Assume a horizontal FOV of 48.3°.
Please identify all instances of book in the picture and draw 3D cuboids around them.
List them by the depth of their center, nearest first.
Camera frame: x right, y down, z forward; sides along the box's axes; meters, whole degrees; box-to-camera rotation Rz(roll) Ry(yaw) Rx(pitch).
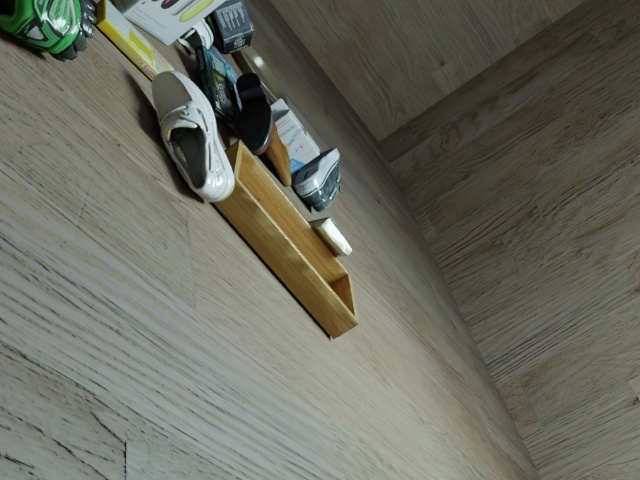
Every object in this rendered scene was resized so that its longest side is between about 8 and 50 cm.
[{"bbox_3d":[0.000,0.000,1.642,0.096,0.035,0.144,53,-29,-18],"label":"book"}]

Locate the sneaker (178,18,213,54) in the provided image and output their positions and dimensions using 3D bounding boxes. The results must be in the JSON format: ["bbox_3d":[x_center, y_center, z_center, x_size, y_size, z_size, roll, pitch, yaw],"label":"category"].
[{"bbox_3d":[-0.354,-0.564,1.769,0.235,0.090,0.095,49,25,-23],"label":"sneaker"}]

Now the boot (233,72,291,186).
[{"bbox_3d":[-0.135,-0.230,1.767,0.280,0.096,0.264,69,1,-49],"label":"boot"}]

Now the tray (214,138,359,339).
[{"bbox_3d":[-0.072,-0.001,1.483,0.411,0.076,0.203,52,14,-24],"label":"tray"}]

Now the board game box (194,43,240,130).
[{"bbox_3d":[-0.244,-0.366,1.727,0.126,0.026,0.186,30,42,-60],"label":"board game box"}]

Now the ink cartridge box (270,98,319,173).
[{"bbox_3d":[-0.096,-0.286,1.971,0.181,0.104,0.061,52,14,-14],"label":"ink cartridge box"}]

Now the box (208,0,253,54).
[{"bbox_3d":[-0.298,-0.729,1.963,0.318,0.097,0.395,-127,-164,-81],"label":"box"}]

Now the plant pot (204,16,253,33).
[{"bbox_3d":[-0.284,-0.677,2.222,0.109,0.109,0.096,53,2,-15],"label":"plant pot"}]

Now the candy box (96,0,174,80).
[{"bbox_3d":[-0.365,-0.383,1.430,0.206,0.027,0.105,45,15,-40],"label":"candy box"}]

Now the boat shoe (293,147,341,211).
[{"bbox_3d":[0.000,-0.171,2.068,0.119,0.121,0.335,61,23,-17],"label":"boat shoe"}]

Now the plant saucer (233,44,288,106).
[{"bbox_3d":[-0.200,-0.541,2.323,0.278,0.041,0.278,51,15,-19],"label":"plant saucer"}]

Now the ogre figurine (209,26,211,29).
[{"bbox_3d":[-0.337,-0.609,1.869,0.118,0.096,0.197,-92,-173,-59],"label":"ogre figurine"}]

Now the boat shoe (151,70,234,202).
[{"bbox_3d":[-0.243,-0.201,1.291,0.277,0.098,0.096,62,14,15],"label":"boat shoe"}]

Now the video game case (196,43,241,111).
[{"bbox_3d":[-0.250,-0.418,1.908,0.196,0.026,0.274,50,15,-26],"label":"video game case"}]

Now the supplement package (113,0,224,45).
[{"bbox_3d":[-0.340,-0.576,1.579,0.149,0.203,0.194,60,15,14],"label":"supplement package"}]

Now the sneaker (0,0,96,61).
[{"bbox_3d":[-0.449,-0.431,1.030,0.344,0.134,0.146,60,15,11],"label":"sneaker"}]
